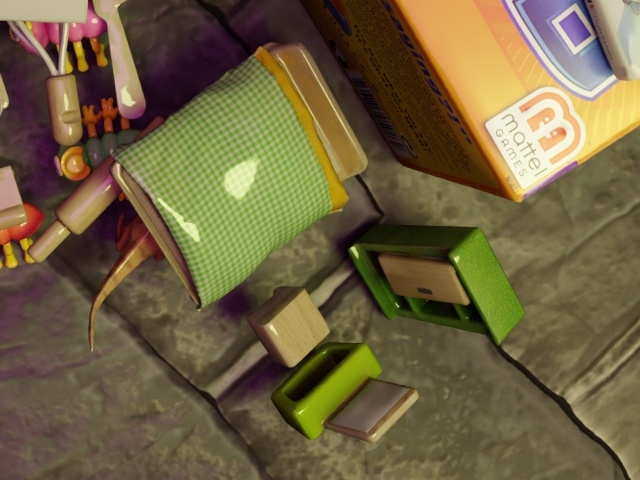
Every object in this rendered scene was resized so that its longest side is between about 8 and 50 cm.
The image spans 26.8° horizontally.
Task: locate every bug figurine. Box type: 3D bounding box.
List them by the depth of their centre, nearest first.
[{"bbox_3d":[-0.262,-0.116,1.153,0.216,0.072,0.279,-16,99,-6],"label":"bug figurine"}]

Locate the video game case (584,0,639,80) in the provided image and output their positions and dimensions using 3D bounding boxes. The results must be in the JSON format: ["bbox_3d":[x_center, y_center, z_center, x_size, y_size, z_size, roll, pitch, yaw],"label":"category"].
[{"bbox_3d":[0.284,-0.306,0.867,0.329,0.036,0.300,-26,101,-7],"label":"video game case"}]

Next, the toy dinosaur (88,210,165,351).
[{"bbox_3d":[-0.151,-0.001,1.160,0.064,0.112,0.211,43,77,-6],"label":"toy dinosaur"}]

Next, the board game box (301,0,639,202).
[{"bbox_3d":[0.159,-0.286,1.049,0.356,0.356,0.357,-33,101,-4],"label":"board game box"}]

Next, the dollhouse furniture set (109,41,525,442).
[{"bbox_3d":[0.000,0.000,1.110,0.197,0.151,0.302,-42,116,-24],"label":"dollhouse furniture set"}]

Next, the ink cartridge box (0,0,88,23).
[{"bbox_3d":[-0.320,-0.281,1.042,0.289,0.211,0.122,1,140,-9],"label":"ink cartridge box"}]

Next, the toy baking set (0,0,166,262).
[{"bbox_3d":[-0.226,-0.111,1.110,0.256,0.030,0.197,-42,108,-5],"label":"toy baking set"}]
